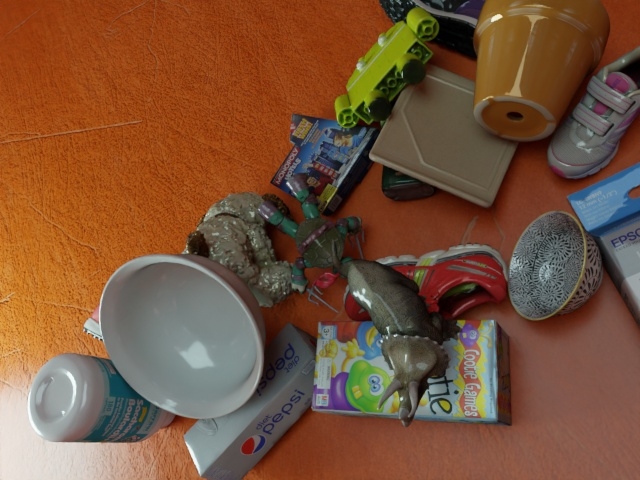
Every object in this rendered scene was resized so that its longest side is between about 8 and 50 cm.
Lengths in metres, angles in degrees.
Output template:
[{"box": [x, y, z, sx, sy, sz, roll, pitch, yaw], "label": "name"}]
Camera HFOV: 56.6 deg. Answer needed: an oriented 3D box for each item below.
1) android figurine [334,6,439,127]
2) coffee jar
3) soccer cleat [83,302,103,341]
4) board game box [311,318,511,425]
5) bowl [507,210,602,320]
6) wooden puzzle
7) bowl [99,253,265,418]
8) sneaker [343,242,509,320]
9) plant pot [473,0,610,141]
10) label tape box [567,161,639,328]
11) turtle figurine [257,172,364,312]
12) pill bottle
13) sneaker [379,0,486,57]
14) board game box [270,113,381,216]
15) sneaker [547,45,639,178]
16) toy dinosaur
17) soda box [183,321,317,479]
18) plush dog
[{"box": [0.119, -0.320, 1.106, 0.248, 0.056, 0.272, -46, 25, 24], "label": "android figurine"}, {"box": [0.159, -0.170, 1.090, 0.096, 0.079, 0.184, -7, 69, 20], "label": "coffee jar"}, {"box": [-0.340, 0.186, 1.199, 0.318, 0.108, 0.116, 16, 69, 30], "label": "soccer cleat"}, {"box": [0.145, 0.205, 0.928, 0.276, 0.144, 0.142, -4, 70, 24], "label": "board game box"}, {"box": [0.367, 0.046, 0.896, 0.080, 0.170, 0.170, 15, 75, -16], "label": "bowl"}, {"box": [0.227, -0.186, 1.031, 0.221, 0.044, 0.238, 25, 68, 9], "label": "wooden puzzle"}, {"box": [-0.211, 0.141, 1.013, 0.298, 0.134, 0.297, 6, 110, 16], "label": "bowl"}, {"box": [0.163, 0.087, 0.963, 0.279, 0.107, 0.118, -18, 40, 20], "label": "sneaker"}, {"box": [0.331, -0.271, 0.949, 0.205, 0.205, 0.187, 13, 73, 29], "label": "plant pot"}, {"box": [0.537, 0.010, 0.825, 0.249, 0.115, 0.347, -26, 64, 16], "label": "label tape box"}, {"box": [0.000, 0.000, 1.050, 0.175, 0.118, 0.234, -37, 77, -9], "label": "turtle figurine"}, {"box": [-0.376, 0.292, 1.081, 0.146, 0.264, 0.146, -9, 70, 24], "label": "pill bottle"}, {"box": [0.241, -0.459, 1.156, 0.283, 0.107, 0.124, 36, 78, 26], "label": "sneaker"}, {"box": [-0.003, -0.165, 1.179, 0.194, 0.060, 0.194, 33, 89, 32], "label": "board game box"}, {"box": [0.452, -0.213, 0.944, 0.103, 0.111, 0.252, 40, 92, 31], "label": "sneaker"}, {"box": [0.102, 0.090, 0.816, 0.121, 0.160, 0.313, -31, 59, 11], "label": "toy dinosaur"}, {"box": [-0.103, 0.286, 1.039, 0.286, 0.091, 0.098, -47, 43, 5], "label": "soda box"}, {"box": [-0.176, -0.004, 1.152, 0.263, 0.210, 0.225, -9, 42, 21], "label": "plush dog"}]
